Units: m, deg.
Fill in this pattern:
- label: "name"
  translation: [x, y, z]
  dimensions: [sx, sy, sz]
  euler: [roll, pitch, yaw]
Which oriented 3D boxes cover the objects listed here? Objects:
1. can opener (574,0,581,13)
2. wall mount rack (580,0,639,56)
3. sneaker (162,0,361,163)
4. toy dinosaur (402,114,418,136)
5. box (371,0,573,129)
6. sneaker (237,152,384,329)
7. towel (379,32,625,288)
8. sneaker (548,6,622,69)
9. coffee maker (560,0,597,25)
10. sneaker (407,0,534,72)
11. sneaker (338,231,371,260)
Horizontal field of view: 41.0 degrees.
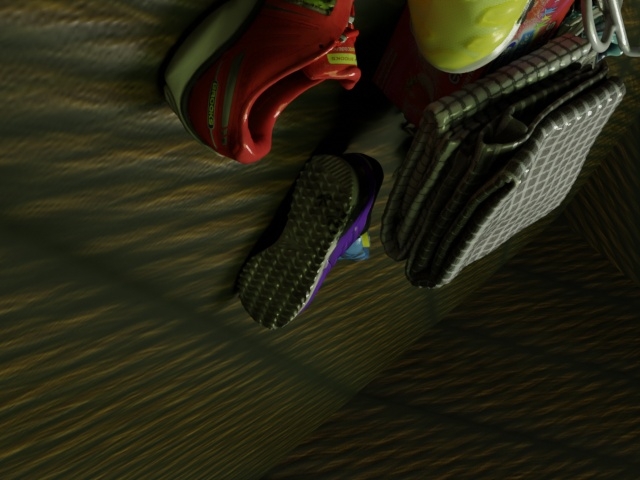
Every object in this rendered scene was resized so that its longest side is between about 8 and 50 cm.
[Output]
- label: "can opener"
  translation: [0.477, -0.434, 1.424]
  dimensions: [0.186, 0.073, 0.059]
  euler: [-47, 159, -33]
- label: "wall mount rack"
  translation: [0.384, -0.396, 0.984]
  dimensions: [0.304, 0.130, 0.350]
  euler: [56, 46, -44]
- label: "sneaker"
  translation: [-0.002, -0.178, 0.685]
  dimensions: [0.279, 0.118, 0.107]
  euler: [-50, 165, 14]
- label: "toy dinosaur"
  translation: [0.225, -0.211, 1.212]
  dimensions: [0.200, 0.127, 0.296]
  euler: [-53, 170, -3]
- label: "box"
  translation: [0.176, -0.245, 0.956]
  dimensions: [0.122, 0.128, 0.257]
  euler: [-26, 156, -36]
- label: "sneaker"
  translation: [0.001, 0.000, 1.166]
  dimensions: [0.146, 0.102, 0.293]
  euler: [-25, 154, -54]
- label: "towel"
  translation: [0.210, -0.080, 0.995]
  dimensions: [0.235, 0.121, 0.284]
  euler: [-30, 159, -26]
- label: "sneaker"
  translation: [0.426, -0.299, 1.500]
  dimensions: [0.283, 0.122, 0.110]
  euler: [-44, 164, -8]
- label: "coffee maker"
  translation: [0.436, -0.425, 1.274]
  dimensions: [0.178, 0.120, 0.171]
  euler: [-32, -177, -39]
- label: "sneaker"
  translation: [0.126, -0.291, 0.678]
  dimensions: [0.147, 0.145, 0.385]
  euler: [-50, 159, -38]
- label: "sneaker"
  translation: [0.036, -0.002, 1.353]
  dimensions: [0.082, 0.069, 0.209]
  euler: [-13, 173, 2]
